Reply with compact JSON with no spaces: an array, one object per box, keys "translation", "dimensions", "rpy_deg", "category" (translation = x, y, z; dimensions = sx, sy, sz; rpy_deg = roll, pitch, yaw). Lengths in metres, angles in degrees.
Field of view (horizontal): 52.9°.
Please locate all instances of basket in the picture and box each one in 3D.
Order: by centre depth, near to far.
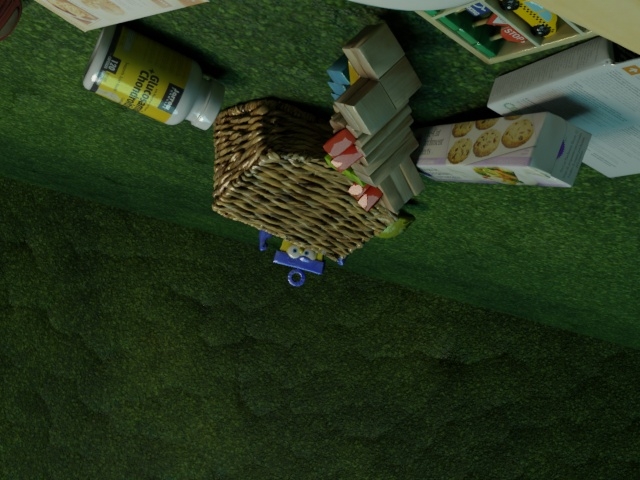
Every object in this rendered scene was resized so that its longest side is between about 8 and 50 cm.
[{"translation":[-0.018,-0.138,1.116],"dimensions":[0.299,0.223,0.213],"rpy_deg":[23,135,-33],"category":"basket"}]

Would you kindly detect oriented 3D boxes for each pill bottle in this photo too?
[{"translation":[-0.237,-0.230,0.930],"dimensions":[0.184,0.103,0.103],"rpy_deg":[21,168,-26],"category":"pill bottle"}]

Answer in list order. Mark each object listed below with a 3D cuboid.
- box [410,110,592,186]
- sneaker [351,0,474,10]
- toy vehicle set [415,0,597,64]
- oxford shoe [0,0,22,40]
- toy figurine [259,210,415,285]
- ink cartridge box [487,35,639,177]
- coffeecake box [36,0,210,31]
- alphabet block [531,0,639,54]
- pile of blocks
[{"translation":[0.204,-0.111,0.816],"dimensions":[0.063,0.067,0.324],"rpy_deg":[21,-179,-17],"category":"box"},{"translation":[-0.022,-0.248,0.291],"dimensions":[0.319,0.127,0.208],"rpy_deg":[33,169,6],"category":"sneaker"},{"translation":[0.121,-0.239,0.529],"dimensions":[0.267,0.035,0.166],"rpy_deg":[23,168,-31],"category":"toy vehicle set"},{"translation":[-0.505,-0.350,0.759],"dimensions":[0.130,0.123,0.348],"rpy_deg":[38,-178,17],"category":"oxford shoe"},{"translation":[0.000,0.000,1.393],"dimensions":[0.363,0.217,0.191],"rpy_deg":[15,179,2],"category":"toy figurine"},{"translation":[0.337,-0.139,0.691],"dimensions":[0.223,0.045,0.224],"rpy_deg":[22,169,-25],"category":"ink cartridge box"},{"translation":[-0.152,-0.262,0.528],"dimensions":[0.186,0.142,0.068],"rpy_deg":[7,167,41],"category":"coffeecake box"},{"translation":[0.226,-0.181,0.261],"dimensions":[0.197,0.192,0.193],"rpy_deg":[18,168,-16],"category":"alphabet block"},{"translation":[0.042,-0.138,0.832],"dimensions":[0.149,0.112,0.362],"rpy_deg":[42,171,21],"category":"pile of blocks"}]
